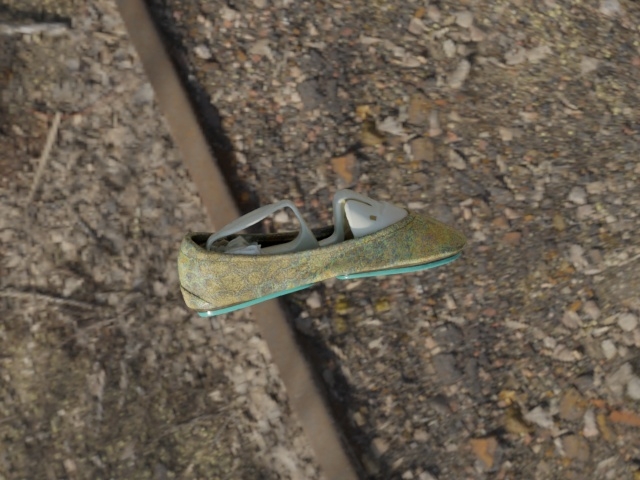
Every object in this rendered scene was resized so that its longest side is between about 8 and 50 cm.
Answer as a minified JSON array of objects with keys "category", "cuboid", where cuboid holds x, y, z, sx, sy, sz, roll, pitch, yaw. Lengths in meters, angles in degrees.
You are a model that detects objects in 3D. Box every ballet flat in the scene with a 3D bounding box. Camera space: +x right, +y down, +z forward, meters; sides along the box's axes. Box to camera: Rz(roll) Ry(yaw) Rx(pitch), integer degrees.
[{"category":"ballet flat","cuboid":[0.000,0.000,1.088,0.348,0.123,0.123,-12,88,-2]}]
